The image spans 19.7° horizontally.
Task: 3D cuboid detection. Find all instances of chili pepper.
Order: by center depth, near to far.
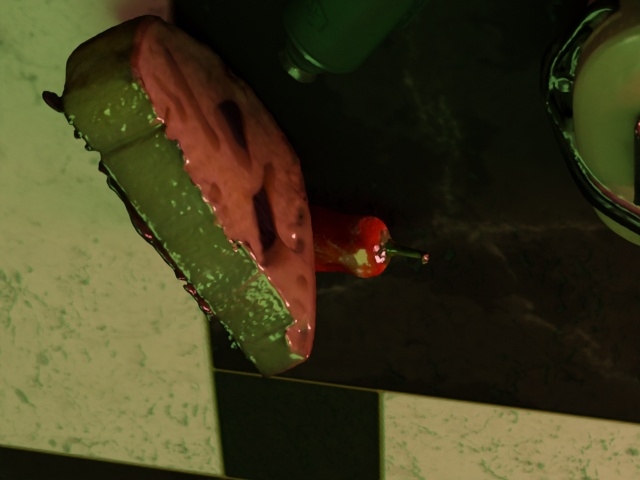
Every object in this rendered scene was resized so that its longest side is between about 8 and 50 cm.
[{"bbox_3d":[0.000,0.000,1.436,0.191,0.050,0.059,9,139,25],"label":"chili pepper"}]

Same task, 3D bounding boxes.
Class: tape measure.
[{"bbox_3d":[0.274,-0.063,1.242,0.231,0.133,0.271,-3,135,18],"label":"tape measure"}]

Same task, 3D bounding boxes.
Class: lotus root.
[{"bbox_3d":[-0.079,-0.048,1.331,0.074,0.170,0.261,-28,111,28],"label":"lotus root"}]

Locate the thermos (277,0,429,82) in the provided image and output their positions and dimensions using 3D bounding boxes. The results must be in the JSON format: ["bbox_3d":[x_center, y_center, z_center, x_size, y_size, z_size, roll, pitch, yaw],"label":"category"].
[{"bbox_3d":[0.034,-0.177,1.247,0.073,0.083,0.187,46,133,1],"label":"thermos"}]
